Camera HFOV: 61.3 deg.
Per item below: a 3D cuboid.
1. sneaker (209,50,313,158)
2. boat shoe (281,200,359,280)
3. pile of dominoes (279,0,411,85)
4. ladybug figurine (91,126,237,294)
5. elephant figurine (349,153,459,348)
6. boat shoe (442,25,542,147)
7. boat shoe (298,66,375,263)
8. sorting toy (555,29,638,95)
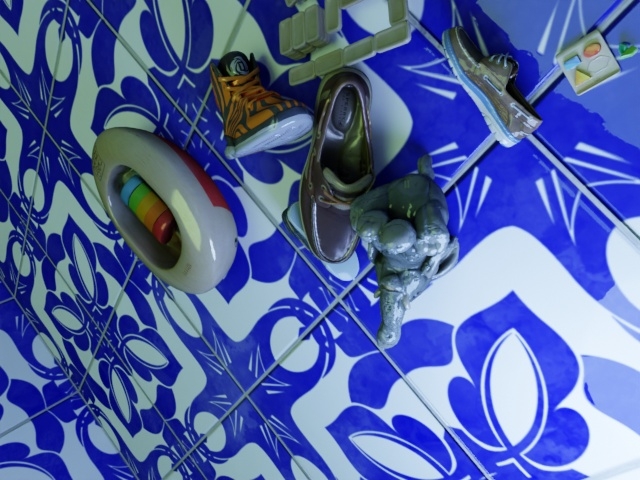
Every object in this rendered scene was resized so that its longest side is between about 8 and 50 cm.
[{"bbox_3d":[-0.125,-0.243,0.931,0.321,0.125,0.179,5,112,64],"label":"sneaker"},{"bbox_3d":[0.000,0.000,1.037,0.183,0.065,0.083,50,166,-9],"label":"boat shoe"},{"bbox_3d":[0.036,-0.360,0.844,0.251,0.040,0.195,-6,85,41],"label":"pile of dominoes"},{"bbox_3d":[-0.343,-0.083,1.214,0.449,0.162,0.305,48,133,12],"label":"ladybug figurine"},{"bbox_3d":[0.137,0.025,0.872,0.169,0.186,0.239,-114,4,-45],"label":"elephant figurine"},{"bbox_3d":[0.236,-0.220,0.732,0.066,0.066,0.183,-30,98,39],"label":"boat shoe"},{"bbox_3d":[0.031,-0.103,0.888,0.124,0.123,0.341,5,114,-5],"label":"boat shoe"},{"bbox_3d":[0.342,-0.226,0.667,0.083,0.012,0.062,-29,89,45],"label":"sorting toy"}]
